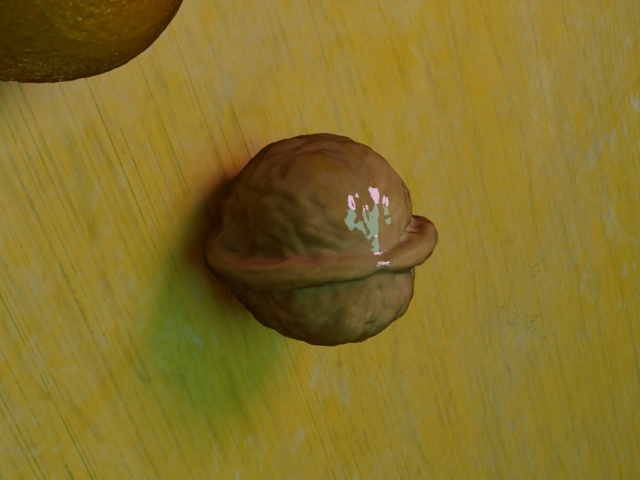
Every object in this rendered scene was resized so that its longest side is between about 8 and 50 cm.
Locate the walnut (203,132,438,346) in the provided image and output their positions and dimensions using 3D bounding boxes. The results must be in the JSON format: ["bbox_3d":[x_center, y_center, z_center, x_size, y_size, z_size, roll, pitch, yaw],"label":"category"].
[{"bbox_3d":[0.000,0.000,0.991,0.257,0.257,0.225,-19,109,-44],"label":"walnut"}]

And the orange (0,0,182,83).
[{"bbox_3d":[-0.223,-0.259,0.712,0.274,0.274,0.274,-7,100,-46],"label":"orange"}]
